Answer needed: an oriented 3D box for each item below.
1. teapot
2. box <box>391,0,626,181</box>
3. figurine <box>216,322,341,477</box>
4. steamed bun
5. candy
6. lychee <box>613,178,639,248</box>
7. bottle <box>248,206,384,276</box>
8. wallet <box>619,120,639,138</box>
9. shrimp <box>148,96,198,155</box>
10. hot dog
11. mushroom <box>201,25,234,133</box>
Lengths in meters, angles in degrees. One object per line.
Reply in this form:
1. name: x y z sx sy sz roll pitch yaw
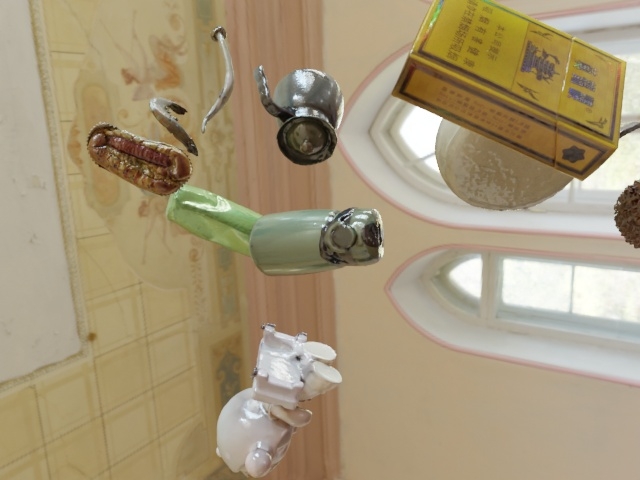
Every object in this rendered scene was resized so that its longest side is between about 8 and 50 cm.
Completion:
1. teapot: -0.048 -0.379 1.600 0.305 0.223 0.285 68 -165 -46
2. box: 0.275 -0.233 0.779 0.084 0.301 0.193 114 180 -60
3. figurine: -0.085 0.263 0.815 0.145 0.182 0.256 12 -63 -27
4. steamed bun: 0.366 -0.201 1.070 0.177 0.283 0.283 -85 -22 -50
5. candy: -0.281 -0.060 1.600 0.344 0.132 0.142 23 -114 -22
6. lychee: 0.984 -0.074 1.525 0.264 0.300 0.264 2 -93 -32
7. bottle: -0.001 0.000 1.321 0.168 0.347 0.168 12 -105 -55
8. wallet: 0.693 -0.268 1.485 0.323 0.247 0.041 -28 -72 -28
9. shrimp: -0.393 -0.327 1.522 0.195 0.035 0.148 49 -160 -13
10. hot dog: -0.436 -0.196 1.306 0.253 0.069 0.131 24 -87 -12
11. mushroom: -0.251 -0.403 1.347 0.043 0.068 0.306 30 -125 -58
